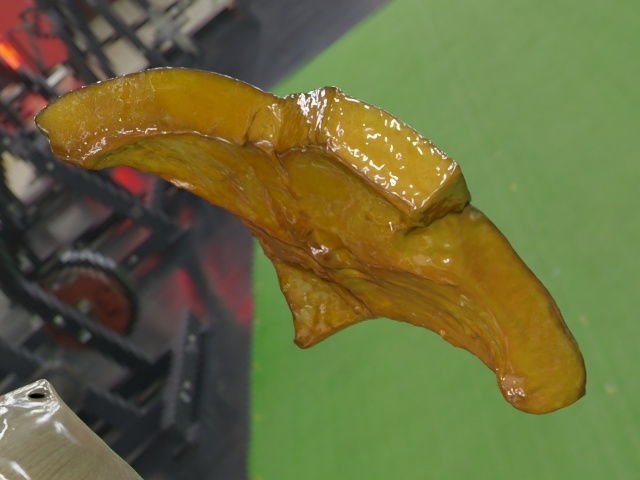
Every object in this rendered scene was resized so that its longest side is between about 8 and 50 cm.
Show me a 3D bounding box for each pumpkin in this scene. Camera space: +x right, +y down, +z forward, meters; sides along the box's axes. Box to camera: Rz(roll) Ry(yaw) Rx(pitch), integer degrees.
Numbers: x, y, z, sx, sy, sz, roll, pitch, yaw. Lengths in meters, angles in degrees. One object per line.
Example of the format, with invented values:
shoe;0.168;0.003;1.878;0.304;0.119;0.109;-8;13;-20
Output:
pumpkin;0.004;-0.010;1.042;0.258;0.290;0.095;6;60;47

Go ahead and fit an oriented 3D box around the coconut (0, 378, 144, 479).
coconut;-0.192;0.194;1.025;0.224;0.224;0.224;-37;17;13
